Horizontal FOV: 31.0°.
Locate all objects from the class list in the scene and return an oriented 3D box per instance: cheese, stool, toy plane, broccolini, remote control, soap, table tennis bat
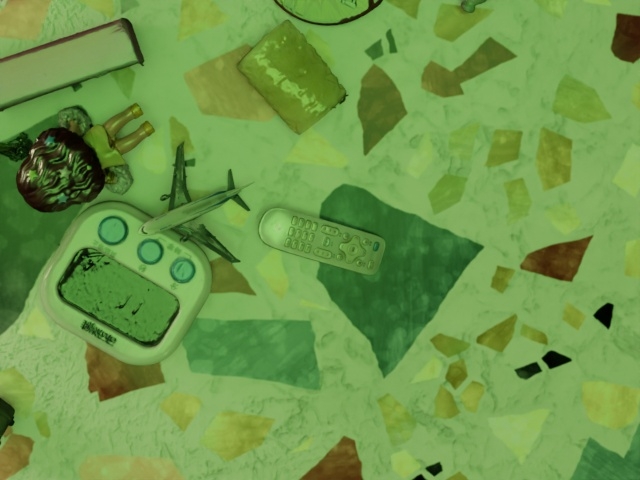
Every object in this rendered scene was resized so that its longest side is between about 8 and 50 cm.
[{"bbox_3d":[-0.047,-0.272,1.936,0.123,0.094,0.167,-40,100,3],"label":"cheese"},{"bbox_3d":[-0.583,0.300,1.974,0.110,0.096,0.096,35,94,-15],"label":"stool"},{"bbox_3d":[-0.213,-0.051,1.931,0.226,0.058,0.226,-26,91,-29],"label":"toy plane"},{"bbox_3d":[-0.570,-0.185,1.928,0.194,0.054,0.052,30,114,-7],"label":"broccolini"},{"bbox_3d":[0.000,0.000,2.010,0.229,0.044,0.073,15,91,-16],"label":"remote control"},{"bbox_3d":[-0.419,-0.280,1.857,0.259,0.181,0.081,-18,100,-1],"label":"soap"},{"bbox_3d":[0.054,-0.467,1.949,0.310,0.038,0.200,-5,100,-1],"label":"table tennis bat"}]

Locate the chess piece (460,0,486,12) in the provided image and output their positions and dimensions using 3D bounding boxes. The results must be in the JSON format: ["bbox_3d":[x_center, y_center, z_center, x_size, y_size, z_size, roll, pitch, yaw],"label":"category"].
[{"bbox_3d":[0.312,-0.504,1.934,0.139,0.139,0.272,26,107,-9],"label":"chess piece"}]

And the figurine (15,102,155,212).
[{"bbox_3d":[-0.388,-0.136,1.901,0.240,0.116,0.175,-37,100,-18],"label":"figurine"}]

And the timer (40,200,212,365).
[{"bbox_3d":[-0.329,0.071,1.964,0.262,0.087,0.237,31,94,-9],"label":"timer"}]
